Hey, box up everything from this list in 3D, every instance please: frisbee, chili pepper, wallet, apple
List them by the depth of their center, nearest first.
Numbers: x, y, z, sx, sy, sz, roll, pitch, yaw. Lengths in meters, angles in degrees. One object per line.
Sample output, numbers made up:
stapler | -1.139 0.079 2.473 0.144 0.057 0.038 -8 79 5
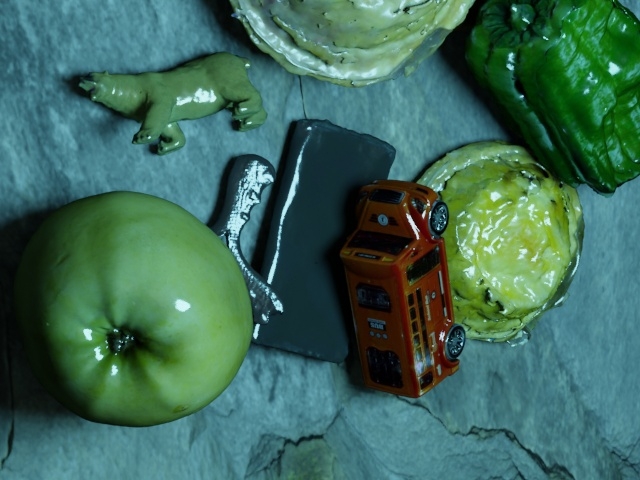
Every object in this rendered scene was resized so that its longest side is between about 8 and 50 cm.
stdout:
apple | -0.205 0.077 1.445 0.262 0.262 0.262 -3 97 -26
frisbee | -0.103 0.014 1.584 0.211 0.012 0.187 -41 94 -14
wallet | 0.000 0.000 1.645 0.146 0.030 0.285 17 82 -28
chili pepper | 0.323 -0.192 1.708 0.385 0.167 0.213 37 89 -42

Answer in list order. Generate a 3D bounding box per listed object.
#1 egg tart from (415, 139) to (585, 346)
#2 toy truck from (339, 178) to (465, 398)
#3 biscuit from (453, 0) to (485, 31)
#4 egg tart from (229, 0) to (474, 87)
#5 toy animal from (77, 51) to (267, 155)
egg tart | 0.236 0.011 1.733 0.290 0.107 0.291 -3 97 -25
toy truck | 0.094 0.058 1.631 0.114 0.107 0.253 -35 124 -43
biscuit | 0.158 -0.447 1.662 0.359 0.074 0.381 0 95 -26
egg tart | 0.053 -0.344 1.522 0.352 0.150 0.352 -2 97 -20
toy animal | -0.162 -0.161 1.535 0.218 0.103 0.101 -18 84 -21
